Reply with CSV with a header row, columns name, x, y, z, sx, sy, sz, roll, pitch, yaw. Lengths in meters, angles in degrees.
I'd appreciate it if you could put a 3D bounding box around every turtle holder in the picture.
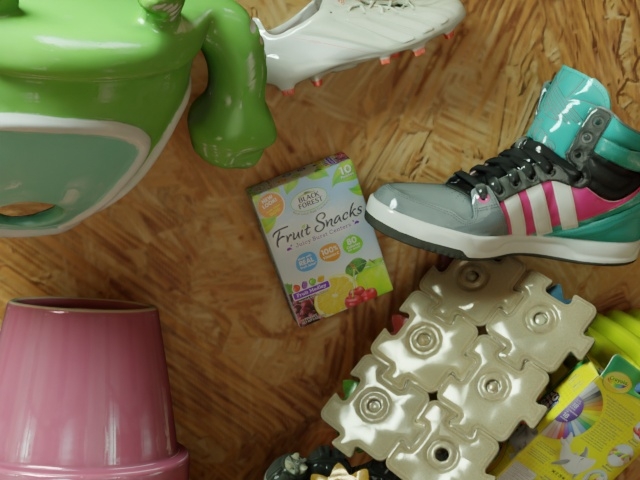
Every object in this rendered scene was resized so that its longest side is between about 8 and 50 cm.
name,x,y,z,sx,sy,sz,roll,pitch,yaw
turtle holder,-0.207,-0.134,0.835,0.320,0.243,0.227,-22,137,-50

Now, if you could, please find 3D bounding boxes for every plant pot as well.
name,x,y,z,sx,sy,sz,roll,pitch,yaw
plant pot,-0.210,0.143,0.931,0.201,0.201,0.180,4,90,-16

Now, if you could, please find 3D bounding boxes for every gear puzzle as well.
name,x,y,z,sx,sy,sz,roll,pitch,yaw
gear puzzle,0.107,0.161,1.008,0.339,0.175,0.044,-51,155,-12

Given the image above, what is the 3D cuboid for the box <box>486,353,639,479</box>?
name,x,y,z,sx,sy,sz,roll,pitch,yaw
box,0.245,0.187,1.018,0.105,0.043,0.179,36,108,-23

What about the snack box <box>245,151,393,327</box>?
name,x,y,z,sx,sy,sz,roll,pitch,yaw
snack box,0.000,0.000,1.013,0.100,0.037,0.141,-22,111,-8

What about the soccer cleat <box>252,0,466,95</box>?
name,x,y,z,sx,sy,sz,roll,pitch,yaw
soccer cleat,0.034,-0.190,0.948,0.196,0.068,0.076,-19,108,-5

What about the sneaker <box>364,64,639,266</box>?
name,x,y,z,sx,sy,sz,roll,pitch,yaw
sneaker,0.193,-0.075,0.992,0.296,0.124,0.178,3,112,-24

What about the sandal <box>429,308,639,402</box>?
name,x,y,z,sx,sy,sz,roll,pitch,yaw
sandal,0.259,0.167,1.099,0.317,0.126,0.138,-16,113,0

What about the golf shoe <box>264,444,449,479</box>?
name,x,y,z,sx,sy,sz,roll,pitch,yaw
golf shoe,0.058,0.277,1.101,0.273,0.105,0.120,9,132,-21
